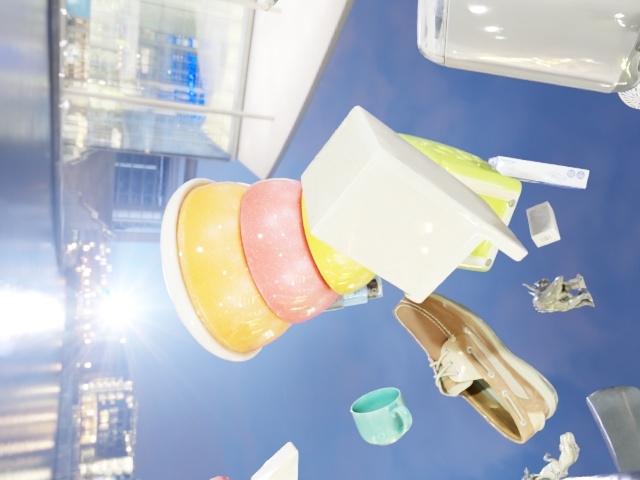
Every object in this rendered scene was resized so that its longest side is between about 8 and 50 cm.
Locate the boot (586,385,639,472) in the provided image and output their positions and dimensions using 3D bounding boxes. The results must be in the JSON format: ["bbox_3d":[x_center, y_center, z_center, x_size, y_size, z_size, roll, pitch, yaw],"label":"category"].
[{"bbox_3d":[0.618,0.484,1.054,0.445,0.366,0.146,-80,177,-48],"label":"boot"}]

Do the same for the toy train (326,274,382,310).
[{"bbox_3d":[0.060,0.114,1.240,0.105,0.184,0.080,-138,-139,-77],"label":"toy train"}]

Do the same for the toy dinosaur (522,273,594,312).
[{"bbox_3d":[0.661,0.159,1.488,0.160,0.313,0.121,-25,-100,22],"label":"toy dinosaur"}]

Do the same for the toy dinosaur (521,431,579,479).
[{"bbox_3d":[0.477,0.541,1.185,0.268,0.118,0.064,-67,-154,23],"label":"toy dinosaur"}]

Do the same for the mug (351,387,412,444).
[{"bbox_3d":[0.149,0.429,1.270,0.158,0.129,0.097,-98,168,-87],"label":"mug"}]

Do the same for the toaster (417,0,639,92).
[{"bbox_3d":[0.153,-0.193,0.359,0.129,0.146,0.227,74,31,-56],"label":"toaster"}]

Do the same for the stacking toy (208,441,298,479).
[{"bbox_3d":[-0.106,0.499,0.838,0.130,0.279,0.309,39,-33,45],"label":"stacking toy"}]

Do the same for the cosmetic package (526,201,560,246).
[{"bbox_3d":[0.572,-0.043,1.373,0.060,0.041,0.115,-24,-148,31],"label":"cosmetic package"}]

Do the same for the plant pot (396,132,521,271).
[{"bbox_3d":[0.248,-0.066,1.068,0.207,0.228,0.227,47,-57,60],"label":"plant pot"}]

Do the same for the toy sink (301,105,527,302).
[{"bbox_3d":[0.105,-0.029,0.655,0.131,0.234,0.153,-50,-155,21],"label":"toy sink"}]

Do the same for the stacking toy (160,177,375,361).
[{"bbox_3d":[0.000,0.000,0.949,0.350,0.479,0.351,-16,90,-73],"label":"stacking toy"}]

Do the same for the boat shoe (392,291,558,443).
[{"bbox_3d":[0.260,0.220,0.945,0.324,0.120,0.123,38,-36,17],"label":"boat shoe"}]

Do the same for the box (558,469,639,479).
[{"bbox_3d":[0.271,0.192,0.240,0.184,0.261,0.103,100,8,-61],"label":"box"}]

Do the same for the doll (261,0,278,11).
[{"bbox_3d":[-0.061,-0.427,0.855,0.129,0.046,0.189,-59,-173,29],"label":"doll"}]

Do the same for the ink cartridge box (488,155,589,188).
[{"bbox_3d":[0.512,-0.161,1.272,0.097,0.207,0.046,-54,153,-83],"label":"ink cartridge box"}]

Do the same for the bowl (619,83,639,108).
[{"bbox_3d":[0.801,-0.391,1.255,0.080,0.170,0.170,-102,-158,-69],"label":"bowl"}]
